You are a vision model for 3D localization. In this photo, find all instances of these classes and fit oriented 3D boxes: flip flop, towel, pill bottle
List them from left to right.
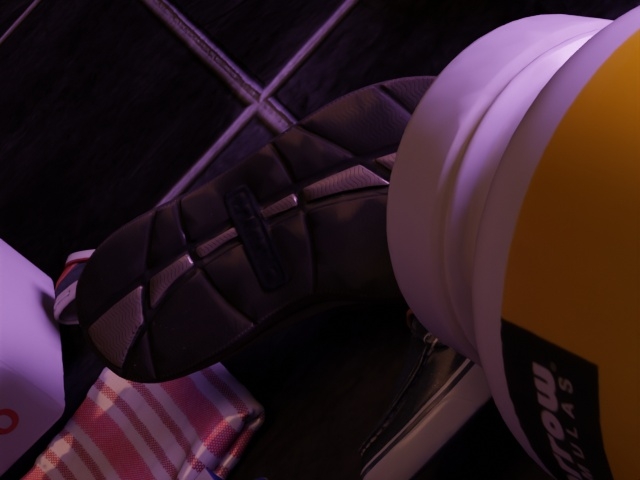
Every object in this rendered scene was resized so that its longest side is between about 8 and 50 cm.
[{"bbox_3d":[-0.123,0.140,0.734,0.197,0.029,0.144,-52,35,-4],"label":"towel"},{"bbox_3d":[0.000,0.000,0.676,0.277,0.080,0.112,-24,80,20],"label":"flip flop"},{"bbox_3d":[0.167,0.024,0.380,0.188,0.188,0.334,-53,34,-6],"label":"pill bottle"}]

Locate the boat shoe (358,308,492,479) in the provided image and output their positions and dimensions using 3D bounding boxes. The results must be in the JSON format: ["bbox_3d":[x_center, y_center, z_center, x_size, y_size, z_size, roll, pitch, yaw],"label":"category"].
[{"bbox_3d":[0.059,0.025,0.580,0.183,0.083,0.065,-49,-11,-10],"label":"boat shoe"}]

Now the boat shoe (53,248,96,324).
[{"bbox_3d":[-0.126,0.026,0.830,0.137,0.049,0.043,-12,52,45],"label":"boat shoe"}]

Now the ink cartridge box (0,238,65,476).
[{"bbox_3d":[-0.328,0.053,0.815,0.198,0.270,0.197,-44,26,7],"label":"ink cartridge box"}]

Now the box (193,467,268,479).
[{"bbox_3d":[-0.068,0.176,0.638,0.136,0.028,0.081,-52,34,-1],"label":"box"}]
